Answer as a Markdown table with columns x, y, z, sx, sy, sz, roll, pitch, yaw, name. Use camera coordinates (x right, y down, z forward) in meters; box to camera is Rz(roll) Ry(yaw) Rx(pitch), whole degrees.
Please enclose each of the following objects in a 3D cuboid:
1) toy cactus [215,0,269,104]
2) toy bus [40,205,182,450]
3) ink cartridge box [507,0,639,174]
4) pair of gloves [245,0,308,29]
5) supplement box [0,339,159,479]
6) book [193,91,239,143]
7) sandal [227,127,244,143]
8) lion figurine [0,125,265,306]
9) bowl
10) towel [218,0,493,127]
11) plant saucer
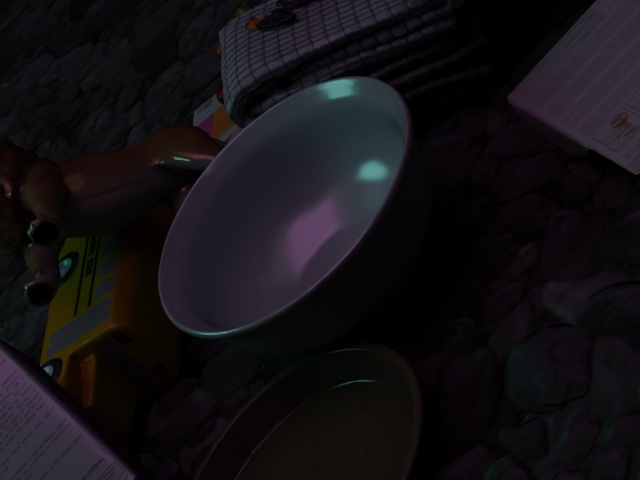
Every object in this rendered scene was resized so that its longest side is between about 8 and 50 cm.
| x | y | z | sx | sy | sz | roll | pitch | yaw | name |
| --- | --- | --- | --- | --- | --- | --- | --- | --- | --- |
| -0.024 | -0.249 | 1.892 | 0.180 | 0.112 | 0.219 | 9 | 59 | 31 | toy cactus |
| -0.222 | 0.083 | 1.720 | 0.130 | 0.108 | 0.333 | -32 | 32 | 21 | toy bus |
| 0.288 | -0.143 | 1.394 | 0.181 | 0.056 | 0.224 | -47 | 34 | 0 | ink cartridge box |
| -0.035 | -0.248 | 1.681 | 0.074 | 0.010 | 0.083 | 4 | 40 | 49 | pair of gloves |
| -0.260 | 0.207 | 1.499 | 0.220 | 0.111 | 0.114 | 39 | 85 | 19 | supplement box |
| -0.119 | -0.140 | 1.935 | 0.096 | 0.035 | 0.144 | -35 | 30 | 23 | book |
| -0.089 | -0.081 | 1.775 | 0.265 | 0.076 | 0.102 | -12 | 45 | 45 | sandal |
| -0.226 | -0.056 | 1.693 | 0.392 | 0.142 | 0.240 | -5 | 32 | -15 | lion figurine |
| 0.000 | 0.000 | 1.494 | 0.298 | 0.134 | 0.298 | -30 | 36 | 25 | bowl |
| 0.036 | -0.203 | 1.681 | 0.283 | 0.121 | 0.235 | -24 | 25 | 8 | towel |
| -0.013 | 0.210 | 1.360 | 0.278 | 0.041 | 0.278 | -33 | 31 | 24 | plant saucer |
